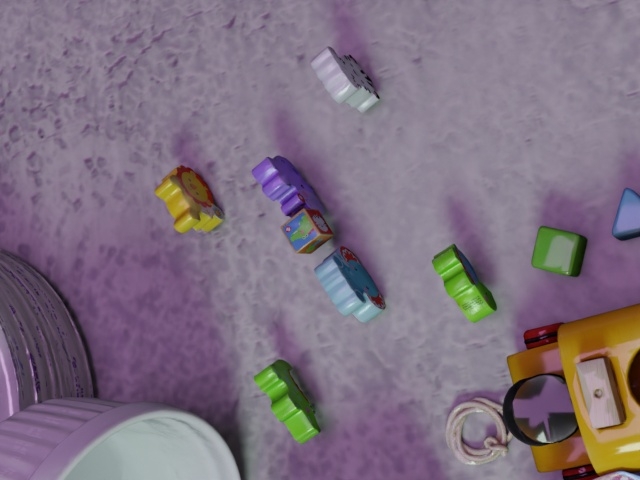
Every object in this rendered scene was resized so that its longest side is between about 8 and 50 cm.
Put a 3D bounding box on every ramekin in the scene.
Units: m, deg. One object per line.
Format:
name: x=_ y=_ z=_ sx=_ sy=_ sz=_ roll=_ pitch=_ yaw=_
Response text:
ramekin: x=-0.156 y=0.200 z=0.689 sx=0.109 sy=0.207 sz=0.207 roll=10 pitch=90 yaw=36

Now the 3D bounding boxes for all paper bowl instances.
paper bowl: x=-0.328 y=0.138 z=0.808 sx=0.284 sy=0.148 sz=0.284 roll=-2 pitch=86 yaw=26

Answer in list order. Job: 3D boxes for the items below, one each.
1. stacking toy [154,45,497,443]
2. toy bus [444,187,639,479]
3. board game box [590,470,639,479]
stacking toy: x=0.000 y=0.000 z=0.713 sx=0.167 sy=0.052 sz=0.221 roll=-37 pitch=73 yaw=21
toy bus: x=0.172 y=0.082 z=0.587 sx=0.191 sy=0.104 sz=0.202 roll=30 pitch=99 yaw=26
board game box: x=0.192 y=0.197 z=0.561 sx=0.169 sy=0.033 sz=0.133 roll=15 pitch=119 yaw=10
